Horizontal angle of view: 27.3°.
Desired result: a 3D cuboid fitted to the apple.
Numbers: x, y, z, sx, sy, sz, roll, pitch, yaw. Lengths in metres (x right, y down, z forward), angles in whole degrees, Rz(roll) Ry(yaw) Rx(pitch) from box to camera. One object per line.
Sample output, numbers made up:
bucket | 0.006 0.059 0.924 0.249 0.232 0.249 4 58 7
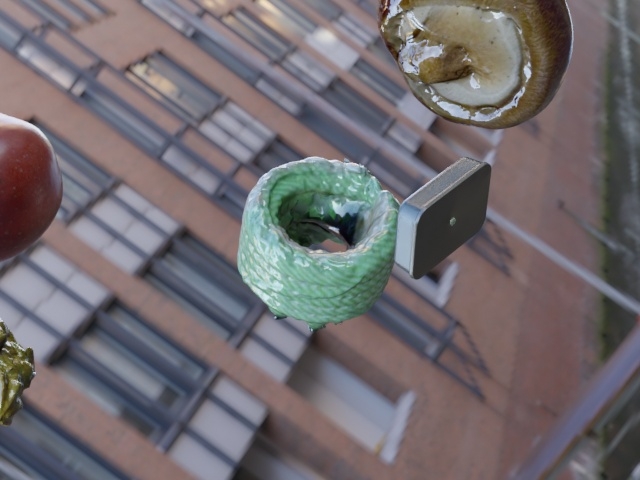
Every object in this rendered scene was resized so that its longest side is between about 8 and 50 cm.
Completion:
apple | -0.475 -0.075 1.844 0.201 0.218 0.218 -55 1 -42

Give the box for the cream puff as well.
cream puff | -0.363 0.141 1.418 0.146 0.116 0.146 4 -90 -72

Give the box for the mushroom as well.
mushroom | 0.187 -0.253 1.601 0.253 0.253 0.153 -53 8 50

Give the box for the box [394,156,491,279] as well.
box | 0.121 -0.025 1.317 0.126 0.031 0.091 -37 -37 -35

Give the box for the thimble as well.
thimble | 0.000 0.000 1.747 0.219 0.219 0.150 -54 -15 -38
